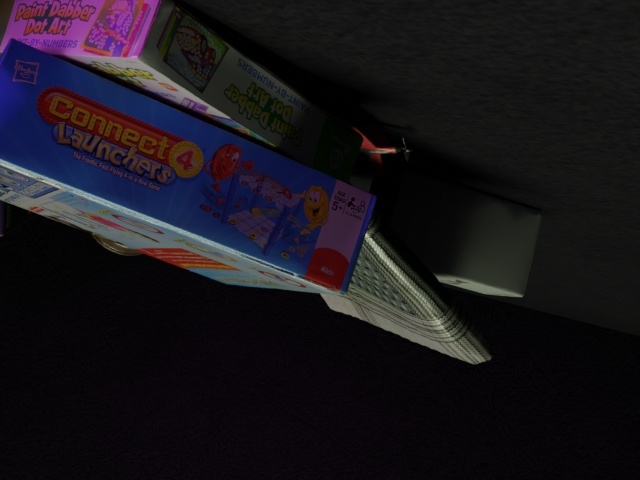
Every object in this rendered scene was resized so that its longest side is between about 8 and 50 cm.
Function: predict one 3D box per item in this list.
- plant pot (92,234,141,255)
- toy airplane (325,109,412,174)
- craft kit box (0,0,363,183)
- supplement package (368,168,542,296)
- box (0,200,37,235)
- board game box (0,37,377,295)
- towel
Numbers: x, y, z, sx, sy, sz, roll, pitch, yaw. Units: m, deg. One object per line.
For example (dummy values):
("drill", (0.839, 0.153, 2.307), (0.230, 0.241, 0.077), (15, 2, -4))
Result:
("plant pot", (-0.297, -0.063, 1.679), (0.167, 0.167, 0.165), (17, 168, -26))
("toy airplane", (0.014, -0.099, 0.910), (0.151, 0.028, 0.151), (17, 170, 3))
("craft kit box", (-0.132, -0.121, 0.814), (0.249, 0.061, 0.246), (11, 166, 40))
("supplement package", (0.147, -0.006, 1.157), (0.179, 0.105, 0.105), (15, 174, -16))
("box", (-0.408, -0.096, 1.221), (0.093, 0.156, 0.158), (4, -168, 0))
("board game box", (-0.153, -0.046, 0.864), (0.301, 0.086, 0.308), (22, 171, -22))
("towel", (0.000, 0.000, 1.076), (0.312, 0.056, 0.324), (46, 167, -33))
